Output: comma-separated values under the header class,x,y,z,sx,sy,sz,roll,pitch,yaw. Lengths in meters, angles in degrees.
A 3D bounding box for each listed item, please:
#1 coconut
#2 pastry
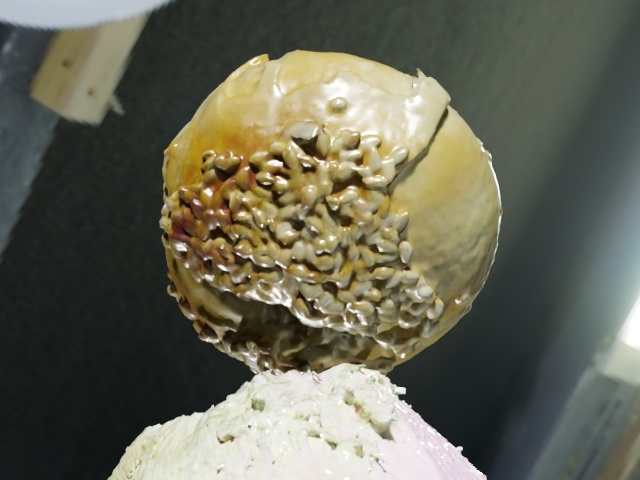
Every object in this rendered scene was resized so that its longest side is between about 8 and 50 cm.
class,x,y,z,sx,sy,sz,roll,pitch,yaw
coconut,-0.003,0.201,0.779,0.233,0.245,0.233,-9,-43,-8
pastry,0.000,0.000,1.343,0.315,0.284,0.184,112,175,-46
